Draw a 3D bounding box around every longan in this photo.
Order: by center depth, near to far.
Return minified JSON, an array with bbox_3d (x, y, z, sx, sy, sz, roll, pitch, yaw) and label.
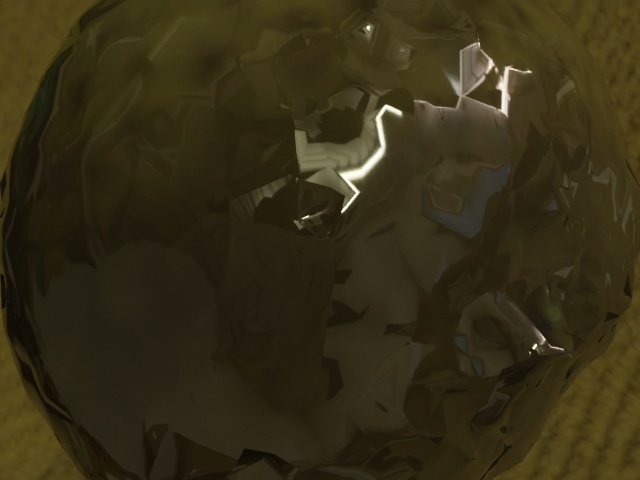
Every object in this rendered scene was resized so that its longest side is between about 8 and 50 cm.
[{"bbox_3d":[0.000,0.000,0.858,0.391,0.391,0.391,-3,81,17],"label":"longan"}]
